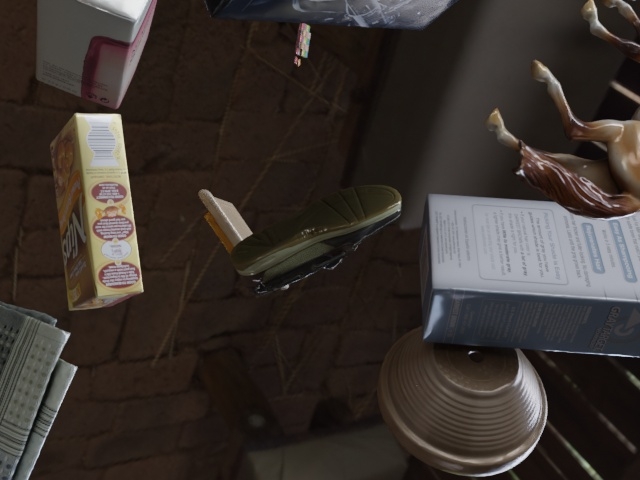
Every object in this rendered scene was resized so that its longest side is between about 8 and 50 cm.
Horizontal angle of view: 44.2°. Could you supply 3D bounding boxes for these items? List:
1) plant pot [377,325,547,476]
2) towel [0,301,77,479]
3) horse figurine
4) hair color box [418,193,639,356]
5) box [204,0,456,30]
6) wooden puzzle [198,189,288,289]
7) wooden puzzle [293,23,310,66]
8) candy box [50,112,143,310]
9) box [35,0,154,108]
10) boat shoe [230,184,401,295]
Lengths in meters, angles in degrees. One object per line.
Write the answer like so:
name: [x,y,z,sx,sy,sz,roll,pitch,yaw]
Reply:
plant pot: [0.202,0.189,1.079,0.237,0.237,0.110,-17,141,-23]
towel: [-0.524,0.252,1.219,0.056,0.312,0.324,28,77,-53]
horse figurine: [0.245,-0.098,0.607,0.263,0.174,0.066,-45,170,-23]
hair color box: [0.325,0.046,1.055,0.374,0.185,0.114,4,134,2]
box: [0.076,-0.372,0.747,0.312,0.179,0.343,-12,166,-40]
wooden puzzle: [-0.156,0.008,1.577,0.044,0.221,0.238,-36,171,2]
wooden puzzle: [-0.027,-0.318,1.254,0.049,0.006,0.083,-19,119,-73]
candy box: [-0.399,-0.046,1.390,0.087,0.316,0.183,-3,170,-32]
box: [-0.299,-0.310,1.071,0.127,0.149,0.232,21,156,-13]
boat shoe: [0.000,0.001,0.984,0.223,0.080,0.073,-23,126,-7]
